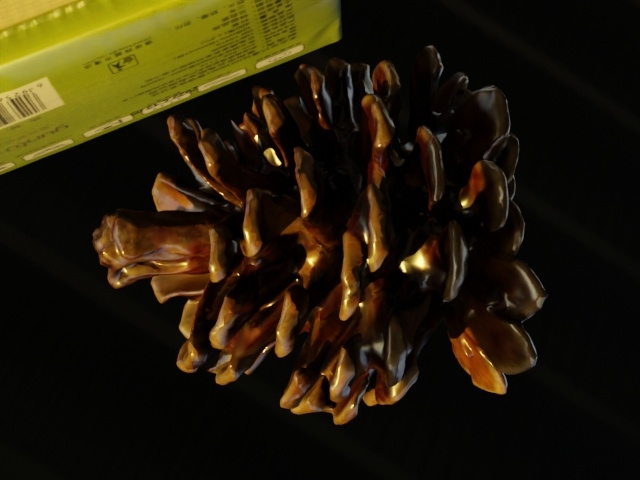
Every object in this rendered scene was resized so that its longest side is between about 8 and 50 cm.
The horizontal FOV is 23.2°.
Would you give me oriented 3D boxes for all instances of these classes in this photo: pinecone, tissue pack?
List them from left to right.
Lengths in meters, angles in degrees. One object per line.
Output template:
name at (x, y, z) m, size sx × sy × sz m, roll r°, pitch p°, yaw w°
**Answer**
tissue pack at (-0.142, -0.158, 0.897) m, size 0.275 × 0.200 × 0.167 m, roll -23°, pitch -99°, yaw -2°
pinecone at (0.000, 0.002, 0.779) m, size 0.212 × 0.168 × 0.185 m, roll -17°, pitch -136°, yaw -4°
